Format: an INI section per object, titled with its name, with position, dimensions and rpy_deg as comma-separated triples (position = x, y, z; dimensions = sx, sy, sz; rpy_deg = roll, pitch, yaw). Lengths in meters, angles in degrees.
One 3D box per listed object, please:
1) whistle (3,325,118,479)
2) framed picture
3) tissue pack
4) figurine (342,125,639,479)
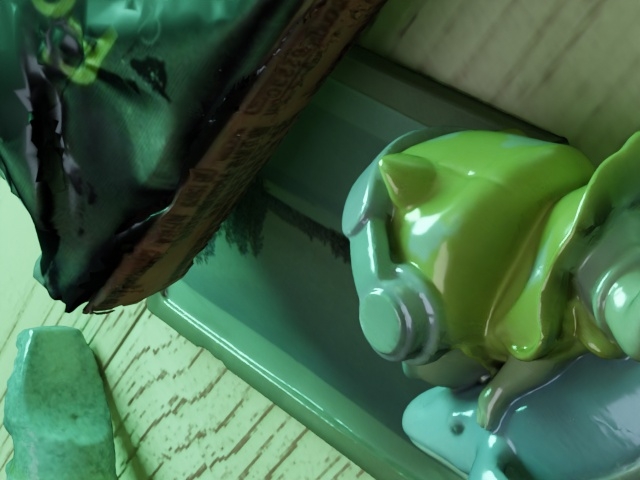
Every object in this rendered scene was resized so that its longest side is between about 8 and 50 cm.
[whistle]
position = -0.162, 0.165, 1.034
dimensions = 0.123, 0.122, 0.223
rpy_deg = -20, 75, 55
[framed picture]
position = 0.000, 0.000, 0.811
dimensions = 0.289, 0.016, 0.213
rpy_deg = 32, 129, 43
[tissue pack]
position = -0.082, -0.143, 0.745
dimensions = 0.332, 0.123, 0.245
rpy_deg = -49, 62, 44
[figurine]
position = 0.094, 0.021, 0.599
dimensions = 0.184, 0.128, 0.208
rpy_deg = 57, 133, 15
